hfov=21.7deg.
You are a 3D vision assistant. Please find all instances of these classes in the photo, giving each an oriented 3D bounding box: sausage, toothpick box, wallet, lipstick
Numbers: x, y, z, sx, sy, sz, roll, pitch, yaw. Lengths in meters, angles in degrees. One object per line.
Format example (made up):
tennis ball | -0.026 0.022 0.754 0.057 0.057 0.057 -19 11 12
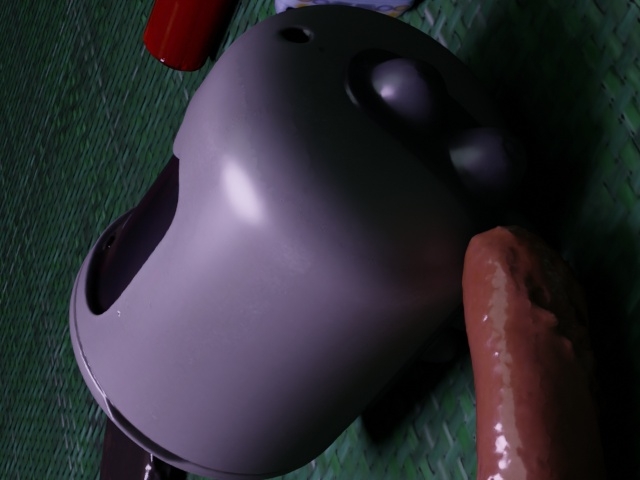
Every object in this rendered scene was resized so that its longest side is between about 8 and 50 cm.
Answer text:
sausage | 0.111 0.152 0.859 0.087 0.079 0.326 -25 62 61
toothpick box | 0.000 0.000 1.021 0.316 0.229 0.229 -50 39 46
wallet | -0.169 0.252 1.485 0.165 0.042 0.309 175 104 -67
lipstick | -0.085 -0.272 1.441 0.073 0.073 0.279 -108 35 -45

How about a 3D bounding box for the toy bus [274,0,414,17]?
toy bus | 0.016 -0.309 1.197 0.136 0.109 0.329 135 139 -67
